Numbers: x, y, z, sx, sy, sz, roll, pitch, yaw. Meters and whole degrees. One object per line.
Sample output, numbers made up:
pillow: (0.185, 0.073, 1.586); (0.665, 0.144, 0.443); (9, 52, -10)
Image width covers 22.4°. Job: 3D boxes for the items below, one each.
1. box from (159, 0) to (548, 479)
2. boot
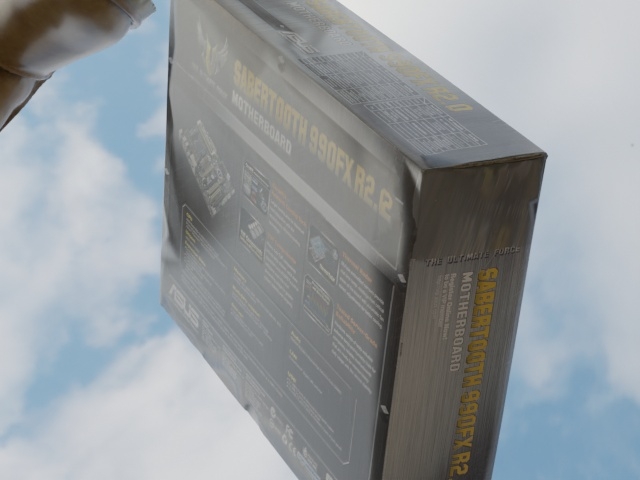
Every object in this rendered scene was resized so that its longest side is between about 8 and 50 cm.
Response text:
box: (0.000, 0.000, 0.697); (0.056, 0.231, 0.183); (-9, -60, -27)
boot: (-0.226, -0.067, 0.985); (0.089, 0.236, 0.269); (41, -98, -14)
